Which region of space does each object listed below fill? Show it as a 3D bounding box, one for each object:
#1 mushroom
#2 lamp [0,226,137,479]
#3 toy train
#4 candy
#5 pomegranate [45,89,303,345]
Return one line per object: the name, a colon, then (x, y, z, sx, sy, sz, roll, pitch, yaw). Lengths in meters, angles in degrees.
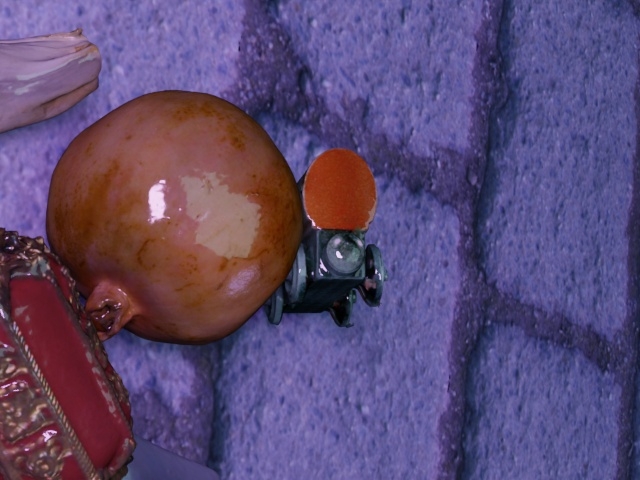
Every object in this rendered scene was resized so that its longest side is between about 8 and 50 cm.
mushroom: (-0.351, -0.136, 1.248, 0.351, 0.122, 0.095, -15, 82, -45)
lamp: (-0.276, 0.125, 1.274, 0.177, 0.177, 0.274, -44, 120, -44)
toy train: (0.000, 0.000, 1.563, 0.116, 0.285, 0.177, 1, 78, -10)
candy: (-0.178, 0.279, 1.439, 0.174, 0.071, 0.138, 33, 61, -42)
pomegranate: (-0.151, -0.009, 1.391, 0.270, 0.229, 0.252, -48, 111, -33)
